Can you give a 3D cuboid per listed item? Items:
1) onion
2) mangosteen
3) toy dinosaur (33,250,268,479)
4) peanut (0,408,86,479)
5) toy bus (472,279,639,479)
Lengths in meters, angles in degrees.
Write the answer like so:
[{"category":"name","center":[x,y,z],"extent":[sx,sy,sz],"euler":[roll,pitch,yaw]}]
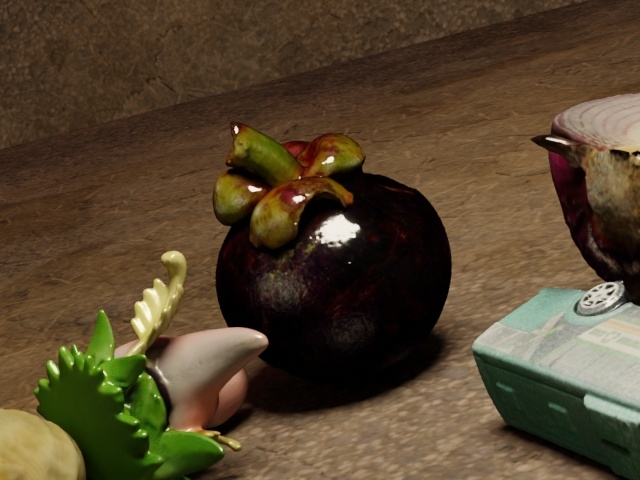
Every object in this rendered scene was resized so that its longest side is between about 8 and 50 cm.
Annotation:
[{"category":"onion","center":[0.338,-0.031,1.288],"extent":[0.349,0.159,0.267],"euler":[-17,24,-34]},{"category":"mangosteen","center":[0.000,0.000,1.369],"extent":[0.194,0.230,0.194],"euler":[-22,14,6]},{"category":"toy dinosaur","center":[-0.093,0.118,1.274],"extent":[0.177,0.152,0.194],"euler":[-27,-23,-40]},{"category":"peanut","center":[-0.284,0.193,1.152],"extent":[0.290,0.130,0.130],"euler":[-29,19,-37]},{"category":"toy bus","center":[0.200,0.092,1.100],"extent":[0.109,0.091,0.262],"euler":[-32,17,-17]}]
